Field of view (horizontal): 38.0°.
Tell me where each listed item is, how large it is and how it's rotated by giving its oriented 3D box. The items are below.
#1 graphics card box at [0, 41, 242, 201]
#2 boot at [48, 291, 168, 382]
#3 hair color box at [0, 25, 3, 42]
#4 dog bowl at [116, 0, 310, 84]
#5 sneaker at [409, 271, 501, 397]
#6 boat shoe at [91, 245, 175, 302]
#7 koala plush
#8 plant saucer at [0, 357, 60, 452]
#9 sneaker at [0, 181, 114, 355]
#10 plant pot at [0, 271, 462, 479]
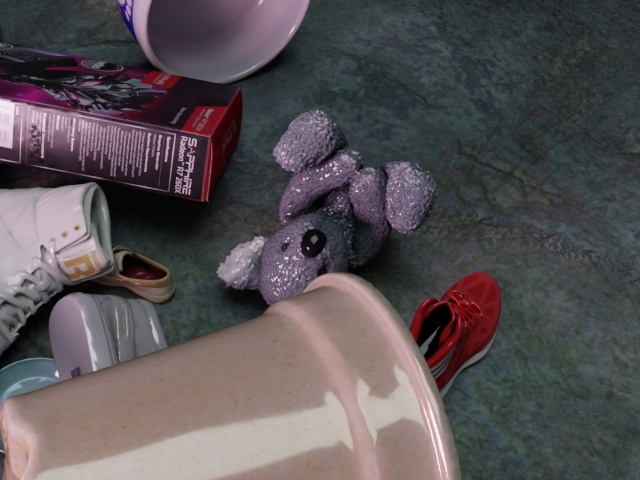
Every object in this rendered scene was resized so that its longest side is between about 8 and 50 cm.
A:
[{"bbox_3d":[-0.298,-0.160,1.180,0.371,0.094,0.232,10,25,1],"label":"graphics card box"},{"bbox_3d":[-0.196,0.176,0.969,0.123,0.095,0.258,4,67,-48],"label":"boot"},{"bbox_3d":[-0.611,-0.212,1.211,0.185,0.113,0.374,25,51,12],"label":"hair color box"},{"bbox_3d":[-0.148,-0.351,1.302,0.265,0.264,0.104,-21,55,-24],"label":"dog bowl"},{"bbox_3d":[0.161,0.093,1.071,0.087,0.128,0.221,28,53,13],"label":"sneaker"},{"bbox_3d":[-0.236,0.029,1.114,0.135,0.045,0.050,18,50,6],"label":"boat shoe"},{"bbox_3d":[0.000,0.000,1.118,0.196,0.203,0.221,28,72,-1],"label":"koala plush"},{"bbox_3d":[-0.305,0.181,0.992,0.119,0.021,0.119,5,50,-6],"label":"plant saucer"},{"bbox_3d":[-0.322,0.042,1.022,0.169,0.108,0.292,-7,48,14],"label":"sneaker"},{"bbox_3d":[-0.096,0.210,0.776,0.306,0.333,0.333,-8,52,-23],"label":"plant pot"}]
